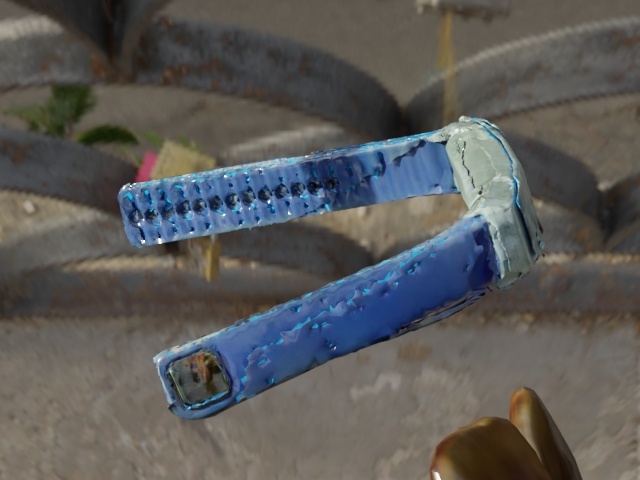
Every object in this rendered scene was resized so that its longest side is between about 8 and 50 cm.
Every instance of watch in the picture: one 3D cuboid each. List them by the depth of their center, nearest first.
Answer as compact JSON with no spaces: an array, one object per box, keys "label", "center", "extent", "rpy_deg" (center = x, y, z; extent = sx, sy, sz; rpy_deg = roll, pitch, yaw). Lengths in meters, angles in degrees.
[{"label":"watch","center":[0.003,-0.008,1.110],"extent":[0.274,0.276,0.068],"rpy_deg":[-24,119,-1]}]

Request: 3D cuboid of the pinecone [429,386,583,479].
[{"label":"pinecone","center":[0.115,0.129,0.315],"extent":[0.202,0.201,0.229],"rpy_deg":[-23,103,-43]}]
